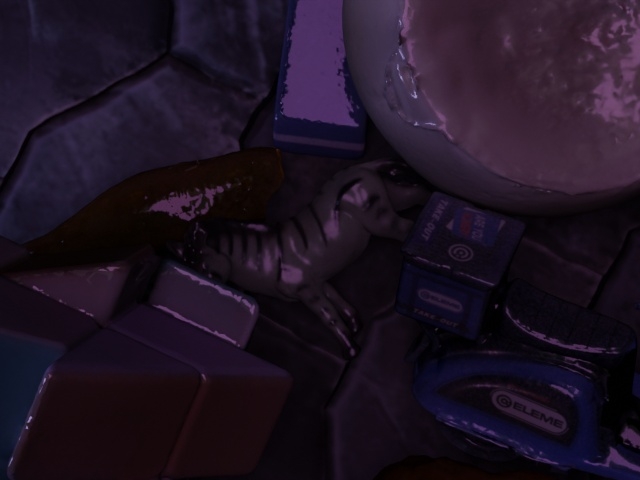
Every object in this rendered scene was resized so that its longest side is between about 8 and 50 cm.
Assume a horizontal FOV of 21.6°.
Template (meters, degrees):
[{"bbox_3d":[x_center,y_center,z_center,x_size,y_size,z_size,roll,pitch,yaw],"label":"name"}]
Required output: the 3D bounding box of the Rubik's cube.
[{"bbox_3d":[-0.248,0.149,1.278,0.387,0.368,0.358,23,101,5],"label":"Rubik's cube"}]

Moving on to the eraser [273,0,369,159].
[{"bbox_3d":[0.011,-0.186,1.445,0.082,0.036,0.225,7,85,4],"label":"eraser"}]

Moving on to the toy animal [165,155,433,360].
[{"bbox_3d":[-0.002,0.000,1.393,0.217,0.073,0.176,-44,105,-4],"label":"toy animal"}]

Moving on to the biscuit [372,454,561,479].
[{"bbox_3d":[0.161,0.370,1.282,0.342,0.166,0.395,12,69,5],"label":"biscuit"}]

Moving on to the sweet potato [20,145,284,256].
[{"bbox_3d":[-0.142,-0.018,1.420,0.243,0.077,0.077,-19,84,-1],"label":"sweet potato"}]

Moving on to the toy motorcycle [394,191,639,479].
[{"bbox_3d":[0.229,0.103,1.307,0.358,0.213,0.125,19,45,12],"label":"toy motorcycle"}]

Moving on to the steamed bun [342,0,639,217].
[{"bbox_3d":[0.177,-0.175,1.344,0.324,0.206,0.324,-1,95,-10],"label":"steamed bun"}]
